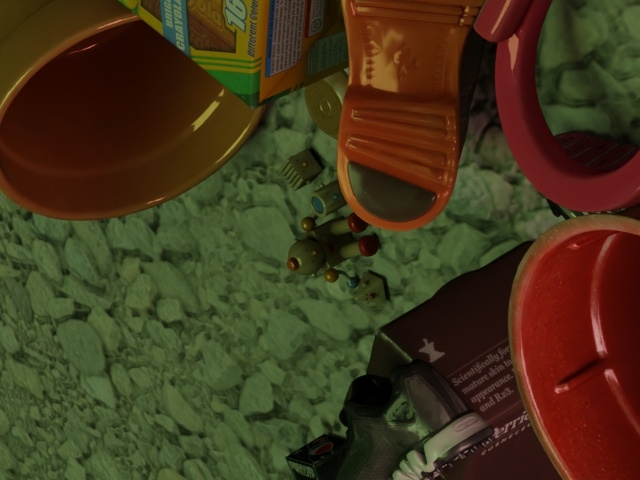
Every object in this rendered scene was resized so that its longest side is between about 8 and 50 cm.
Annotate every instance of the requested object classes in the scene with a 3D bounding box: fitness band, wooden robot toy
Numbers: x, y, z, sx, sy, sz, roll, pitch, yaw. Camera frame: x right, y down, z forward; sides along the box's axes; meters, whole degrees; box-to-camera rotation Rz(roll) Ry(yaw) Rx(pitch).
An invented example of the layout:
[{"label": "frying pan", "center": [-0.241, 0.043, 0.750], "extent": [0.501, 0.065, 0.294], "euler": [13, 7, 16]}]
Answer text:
[{"label": "fitness band", "center": [0.222, -0.155, 1.415], "extent": [0.209, 0.054, 0.291], "euler": [49, 132, 27]}, {"label": "wooden robot toy", "center": [0.000, 0.000, 1.882], "extent": [0.076, 0.079, 0.173], "euler": [-18, 98, 59]}]

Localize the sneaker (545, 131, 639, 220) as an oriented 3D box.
[{"label": "sneaker", "center": [0.236, -0.033, 1.528], "extent": [0.170, 0.063, 0.075], "euler": [23, 135, 49]}]

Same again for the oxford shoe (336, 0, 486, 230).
[{"label": "oxford shoe", "center": [0.082, -0.198, 1.568], "extent": [0.130, 0.133, 0.364], "euler": [14, 111, 8]}]

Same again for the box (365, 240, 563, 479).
[{"label": "box", "center": [0.132, 0.200, 1.737], "extent": [0.143, 0.191, 0.381], "euler": [42, 144, 29]}]

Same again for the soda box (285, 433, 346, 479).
[{"label": "soda box", "center": [0.021, 0.301, 2.098], "extent": [0.053, 0.060, 0.169], "euler": [12, 124, 53]}]

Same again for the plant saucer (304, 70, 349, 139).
[{"label": "plant saucer", "center": [0.009, -0.130, 1.830], "extent": [0.083, 0.015, 0.083], "euler": [35, 140, 37]}]

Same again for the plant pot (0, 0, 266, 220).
[{"label": "plant pot", "center": [-0.218, -0.188, 1.900], "extent": [0.291, 0.290, 0.203], "euler": [105, 146, -48]}]

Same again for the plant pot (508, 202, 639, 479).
[{"label": "plant pot", "center": [0.314, 0.057, 1.283], "extent": [0.272, 0.265, 0.272], "euler": [35, 139, 37]}]

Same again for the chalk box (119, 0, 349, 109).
[{"label": "chalk box", "center": [-0.077, -0.282, 1.683], "extent": [0.289, 0.179, 0.180], "euler": [38, 141, 34]}]

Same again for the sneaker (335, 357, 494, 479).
[{"label": "sneaker", "center": [0.052, 0.164, 1.572], "extent": [0.106, 0.078, 0.234], "euler": [57, 144, 11]}]
